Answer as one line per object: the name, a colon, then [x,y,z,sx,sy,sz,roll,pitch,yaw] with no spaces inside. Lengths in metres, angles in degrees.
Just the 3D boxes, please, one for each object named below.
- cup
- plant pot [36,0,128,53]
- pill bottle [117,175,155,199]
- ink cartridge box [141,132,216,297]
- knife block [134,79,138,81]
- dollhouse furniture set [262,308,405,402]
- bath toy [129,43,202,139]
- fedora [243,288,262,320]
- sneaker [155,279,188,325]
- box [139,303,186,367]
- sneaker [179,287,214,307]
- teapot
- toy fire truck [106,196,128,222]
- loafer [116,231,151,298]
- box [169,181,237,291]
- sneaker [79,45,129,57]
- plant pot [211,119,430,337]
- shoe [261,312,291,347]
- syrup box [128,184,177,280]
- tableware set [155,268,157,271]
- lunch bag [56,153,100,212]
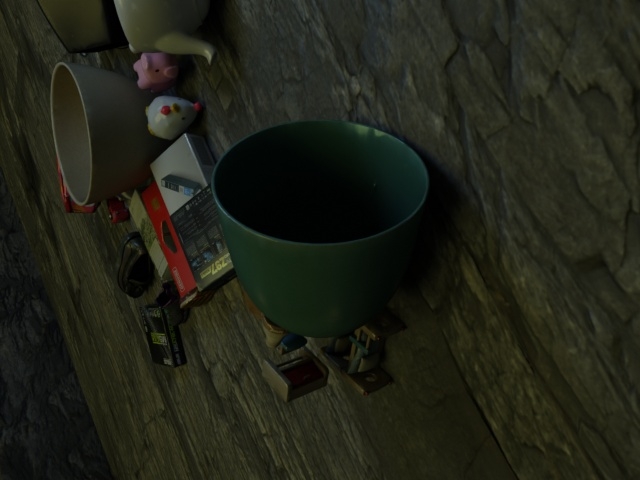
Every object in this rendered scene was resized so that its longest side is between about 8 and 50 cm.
cup: [-0.487,-0.264,1.541,0.331,0.237,0.331,24,120,51]
plant pot: [-0.530,-0.538,1.504,0.188,0.187,0.167,-8,105,16]
pill bottle: [-0.535,-0.170,1.762,0.187,0.112,0.112,13,113,53]
ink cartridge box: [-0.314,-0.050,1.459,0.261,0.066,0.296,-34,72,31]
knife block: [-0.612,-0.430,1.793,0.242,0.088,0.275,63,144,16]
dollhouse furniture set: [0.021,0.181,1.040,0.129,0.184,0.129,38,131,41]
bath toy: [-0.359,-0.402,1.421,0.129,0.151,0.348,-16,89,20]
fedora: [-0.045,0.084,1.160,0.194,0.194,0.079,40,170,40]
sneaker: [-0.409,0.165,1.720,0.083,0.098,0.223,57,142,25]
box: [-0.475,0.282,1.907,0.191,0.045,0.184,-7,94,56]
sneaker: [-0.308,0.106,1.593,0.185,0.070,0.084,-42,59,46]
teapot: [-0.298,-0.500,1.247,0.252,0.187,0.256,-104,4,-51]
toy fire truck: [-0.621,-0.151,1.947,0.135,0.047,0.192,-8,95,56]
loafer: [-0.544,0.093,1.882,0.084,0.096,0.267,46,142,27]
box: [-0.189,-0.027,1.298,0.233,0.059,0.183,-35,71,29]
sneaker: [-0.586,-0.547,1.710,0.282,0.099,0.153,37,148,24]
plant pot: [0.000,0.000,0.929,0.293,0.293,0.235,42,145,39]
shoe: [-0.057,0.085,1.059,0.077,0.219,0.058,11,130,4]
syrup box: [-0.402,-0.024,1.641,0.237,0.096,0.093,61,141,20]
tableware set: [-0.458,0.026,1.805,0.104,0.024,0.154,27,123,47]
lunch bag: [-0.740,-0.246,1.988,0.258,0.120,0.293,-123,35,-67]
